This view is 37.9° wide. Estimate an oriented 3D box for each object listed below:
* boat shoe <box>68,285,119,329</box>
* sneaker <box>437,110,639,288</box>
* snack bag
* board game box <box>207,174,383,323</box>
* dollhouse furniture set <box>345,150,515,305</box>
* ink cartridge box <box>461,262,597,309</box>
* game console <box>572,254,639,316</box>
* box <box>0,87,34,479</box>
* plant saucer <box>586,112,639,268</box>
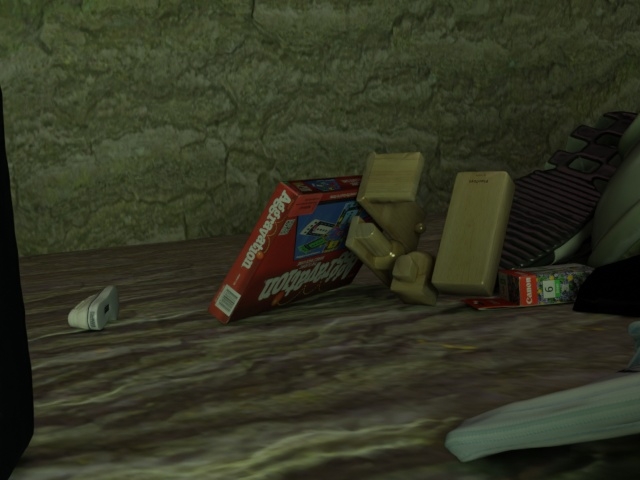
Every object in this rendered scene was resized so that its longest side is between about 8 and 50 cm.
[{"bbox_3d":[-0.222,0.067,0.911,0.035,0.035,0.100,-2,10,2],"label":"boat shoe"},{"bbox_3d":[0.263,-0.007,1.024,0.330,0.146,0.122,-31,43,-27],"label":"sneaker"},{"bbox_3d":[0.253,0.015,0.375,0.342,0.037,0.323,-11,-11,-35],"label":"snack bag"},{"bbox_3d":[0.000,0.000,0.954,0.027,0.145,0.281,38,20,18],"label":"board game box"},{"bbox_3d":[0.123,0.003,0.906,0.151,0.144,0.123,1,-27,33],"label":"dollhouse furniture set"},{"bbox_3d":[0.190,0.041,0.846,0.115,0.029,0.063,-4,4,-6],"label":"ink cartridge box"},{"bbox_3d":[0.386,0.031,0.694,0.213,0.044,0.361,-9,5,-33],"label":"game console"},{"bbox_3d":[-0.320,0.025,0.292,0.395,0.212,0.293,-6,4,-9],"label":"box"},{"bbox_3d":[0.394,-0.114,0.871,0.400,0.100,0.400,-32,-17,-11],"label":"plant saucer"}]
